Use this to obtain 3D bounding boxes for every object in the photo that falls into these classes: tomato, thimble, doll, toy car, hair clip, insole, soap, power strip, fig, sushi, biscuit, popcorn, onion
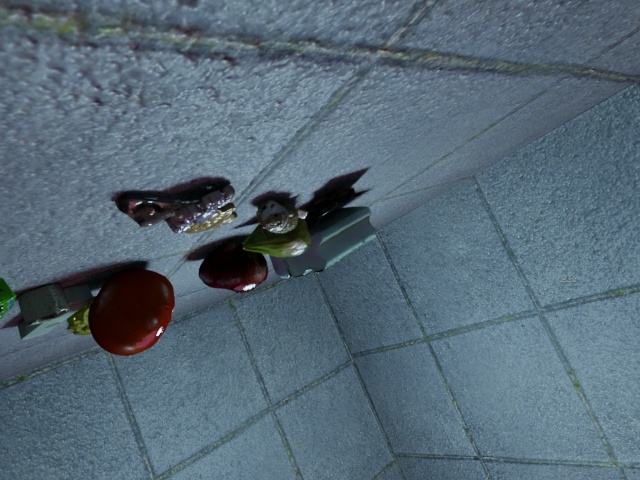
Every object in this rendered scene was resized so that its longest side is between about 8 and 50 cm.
[{"bbox_3d":[-0.627,0.230,1.367,0.226,0.299,0.298,32,137,-30],"label":"tomato"},{"bbox_3d":[-0.786,0.185,1.183,0.115,0.090,0.102,-25,172,13],"label":"thimble"},{"bbox_3d":[-0.128,-0.079,1.344,0.221,0.105,0.115,-25,136,-65],"label":"doll"},{"bbox_3d":[-0.790,0.147,1.011,0.165,0.071,0.062,-32,-177,46],"label":"toy car"},{"bbox_3d":[-0.318,-0.069,0.955,0.172,0.069,0.300,-29,171,31],"label":"hair clip"},{"bbox_3d":[0.067,-0.139,1.594,0.111,0.007,0.328,-28,-175,27],"label":"insole"},{"bbox_3d":[0.000,0.000,1.732,0.261,0.156,0.446,0,-158,45],"label":"soap"},{"bbox_3d":[-0.891,0.244,1.379,0.385,0.063,0.091,-29,171,29],"label":"power strip"},{"bbox_3d":[-0.148,-0.019,1.502,0.233,0.167,0.167,-9,177,16],"label":"fig"},{"bbox_3d":[0.051,-0.156,1.542,0.192,0.043,0.279,-28,-171,-22],"label":"sushi"},{"bbox_3d":[-0.327,-0.057,1.176,0.162,0.035,0.250,-34,167,31],"label":"biscuit"},{"bbox_3d":[-0.859,0.286,1.544,0.173,0.143,0.173,0,-178,0],"label":"popcorn"},{"bbox_3d":[-0.345,0.085,1.635,0.271,0.195,0.272,0,-160,0],"label":"onion"}]

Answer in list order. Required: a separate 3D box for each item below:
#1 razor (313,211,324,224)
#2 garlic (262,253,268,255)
[{"bbox_3d":[-0.015,-0.103,1.680,0.066,0.033,0.190,-62,-175,3],"label":"razor"},{"bbox_3d":[-0.228,0.014,1.751,0.123,0.099,0.174,-3,165,-7],"label":"garlic"}]
